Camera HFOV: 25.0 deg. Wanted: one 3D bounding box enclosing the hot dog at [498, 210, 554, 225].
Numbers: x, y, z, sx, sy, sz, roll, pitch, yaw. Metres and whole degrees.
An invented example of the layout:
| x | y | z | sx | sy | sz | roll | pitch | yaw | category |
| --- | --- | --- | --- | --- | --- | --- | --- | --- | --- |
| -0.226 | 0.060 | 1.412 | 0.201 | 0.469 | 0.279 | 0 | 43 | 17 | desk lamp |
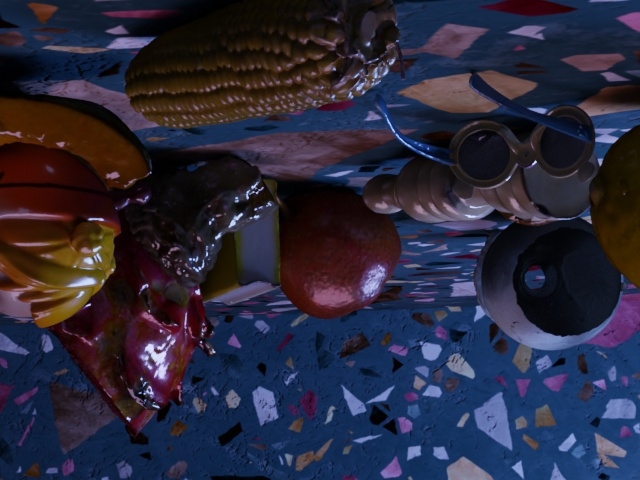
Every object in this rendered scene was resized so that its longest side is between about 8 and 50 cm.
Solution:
| x | y | z | sx | sy | sz | roll | pitch | yaw | category |
| --- | --- | --- | --- | --- | --- | --- | --- | --- | --- |
| 0.303 | -0.062 | 2.010 | 0.147 | 0.065 | 0.099 | -2 | 162 | 16 | hot dog |

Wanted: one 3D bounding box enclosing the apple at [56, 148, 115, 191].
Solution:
| x | y | z | sx | sy | sz | roll | pitch | yaw | category |
| --- | --- | --- | --- | --- | --- | --- | --- | --- | --- |
| -0.310 | -0.062 | 1.757 | 0.126 | 0.102 | 0.126 | 3 | 174 | 0 | apple |

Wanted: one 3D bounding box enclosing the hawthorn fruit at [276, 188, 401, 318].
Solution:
| x | y | z | sx | sy | sz | roll | pitch | yaw | category |
| --- | --- | --- | --- | --- | --- | --- | --- | --- | --- |
| 0.000 | 0.000 | 2.059 | 0.197 | 0.196 | 0.225 | -10 | 138 | 44 | hawthorn fruit |

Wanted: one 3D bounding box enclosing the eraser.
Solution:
| x | y | z | sx | sy | sz | roll | pitch | yaw | category |
| --- | --- | --- | --- | --- | --- | --- | --- | --- | --- |
| -0.124 | 0.004 | 2.037 | 0.069 | 0.158 | 0.226 | -1 | 171 | -22 | eraser |

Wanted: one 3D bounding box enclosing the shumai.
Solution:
| x | y | z | sx | sy | sz | roll | pitch | yaw | category |
| --- | --- | --- | --- | --- | --- | --- | --- | --- | --- |
| -0.152 | -0.047 | 1.854 | 0.176 | 0.166 | 0.206 | -37 | -159 | 3 | shumai |

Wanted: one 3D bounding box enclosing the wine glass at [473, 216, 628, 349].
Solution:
| x | y | z | sx | sy | sz | roll | pitch | yaw | category |
| --- | --- | --- | --- | --- | --- | --- | --- | --- | --- |
| 0.372 | 0.067 | 2.357 | 0.238 | 0.238 | 0.323 | -1 | -178 | -3 | wine glass |

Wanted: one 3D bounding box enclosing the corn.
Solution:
| x | y | z | sx | sy | sz | roll | pitch | yaw | category |
| --- | --- | --- | --- | --- | --- | --- | --- | --- | --- |
| -0.055 | -0.152 | 1.215 | 0.106 | 0.106 | 0.305 | 5 | 172 | -40 | corn |

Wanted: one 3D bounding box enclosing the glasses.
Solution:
| x | y | z | sx | sy | sz | roll | pitch | yaw | category |
| --- | --- | --- | --- | --- | --- | --- | --- | --- | --- |
| 0.178 | -0.139 | 1.574 | 0.190 | 0.088 | 0.220 | -7 | 150 | 37 | glasses |

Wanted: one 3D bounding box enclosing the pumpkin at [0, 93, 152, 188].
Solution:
| x | y | z | sx | sy | sz | roll | pitch | yaw | category |
| --- | --- | --- | --- | --- | --- | --- | --- | --- | --- |
| -0.346 | -0.112 | 1.416 | 0.290 | 0.095 | 0.258 | 4 | -178 | -29 | pumpkin |

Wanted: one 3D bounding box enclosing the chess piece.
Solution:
| x | y | z | sx | sy | sz | roll | pitch | yaw | category |
| --- | --- | --- | --- | --- | --- | --- | --- | --- | --- |
| 0.184 | -0.071 | 1.815 | 0.307 | 0.124 | 0.139 | -5 | -146 | 47 | chess piece |

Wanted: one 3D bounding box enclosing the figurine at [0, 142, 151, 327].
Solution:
| x | y | z | sx | sy | sz | roll | pitch | yaw | category |
| --- | --- | --- | --- | --- | --- | --- | --- | --- | --- |
| -0.363 | -0.020 | 1.592 | 0.323 | 0.196 | 0.320 | 15 | 171 | -1 | figurine |

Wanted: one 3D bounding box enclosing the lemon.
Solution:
| x | y | z | sx | sy | sz | roll | pitch | yaw | category |
| --- | --- | --- | --- | --- | --- | --- | --- | --- | --- |
| 0.430 | -0.033 | 1.578 | 0.263 | 0.235 | 0.236 | -15 | 172 | -4 | lemon |

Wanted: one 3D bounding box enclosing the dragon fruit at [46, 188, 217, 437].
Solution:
| x | y | z | sx | sy | sz | roll | pitch | yaw | category |
| --- | --- | --- | --- | --- | --- | --- | --- | --- | --- |
| -0.294 | 0.074 | 2.034 | 0.249 | 0.371 | 0.386 | -36 | 178 | -11 | dragon fruit |
